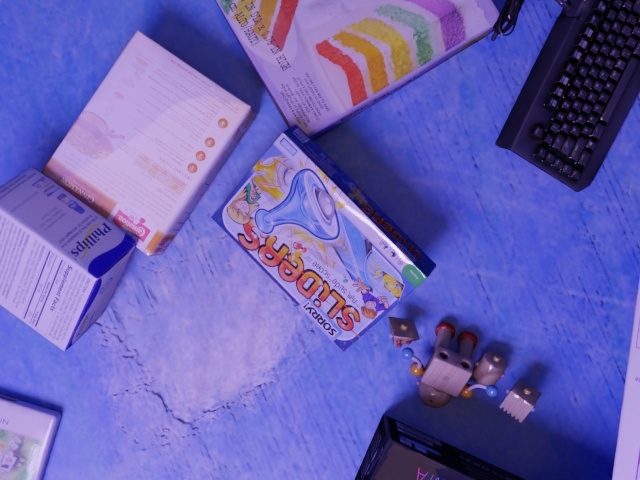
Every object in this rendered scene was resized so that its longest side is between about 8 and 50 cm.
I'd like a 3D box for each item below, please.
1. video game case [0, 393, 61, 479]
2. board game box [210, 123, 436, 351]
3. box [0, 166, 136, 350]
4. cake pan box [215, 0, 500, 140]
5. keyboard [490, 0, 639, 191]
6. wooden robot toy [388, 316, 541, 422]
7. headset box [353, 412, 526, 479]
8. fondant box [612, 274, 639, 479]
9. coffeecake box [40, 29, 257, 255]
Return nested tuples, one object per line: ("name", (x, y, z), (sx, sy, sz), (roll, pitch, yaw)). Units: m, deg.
("video game case", (-0.402, 0.260, 0.956), (0.194, 0.023, 0.212), (17, 90, 2))
("board game box", (0.000, 0.000, 0.907), (0.201, 0.035, 0.136), (45, 122, 2))
("box", (-0.276, 0.019, 0.901), (0.137, 0.072, 0.126), (36, 130, 2))
("cake pan box", (0.017, -0.272, 0.924), (0.246, 0.070, 0.266), (-29, 89, 0))
("keyboard", (0.269, -0.227, 0.899), (0.202, 0.033, 0.317), (26, 90, -20))
("wooden robot toy", (0.136, 0.143, 0.929), (0.173, 0.076, 0.079), (24, 126, 2))
("headset box", (0.115, 0.360, 0.882), (0.246, 0.131, 0.283), (26, 91, 3))
("fondant box", (0.370, 0.188, 0.823), (0.096, 0.238, 0.330), (6, 89, 46))
("coffeecake box", (-0.178, -0.098, 0.928), (0.142, 0.068, 0.185), (35, 91, 2))
